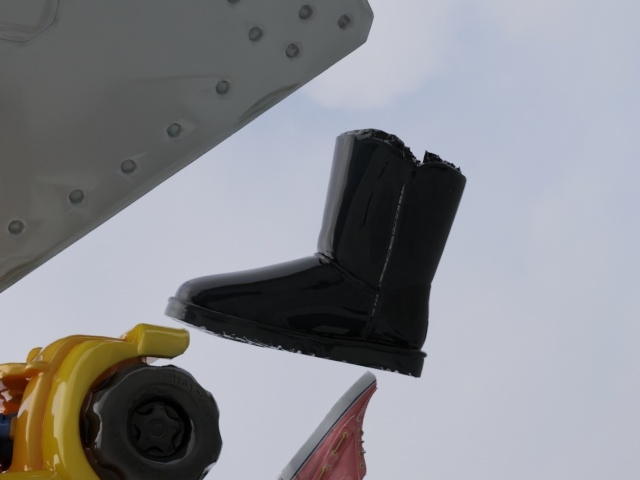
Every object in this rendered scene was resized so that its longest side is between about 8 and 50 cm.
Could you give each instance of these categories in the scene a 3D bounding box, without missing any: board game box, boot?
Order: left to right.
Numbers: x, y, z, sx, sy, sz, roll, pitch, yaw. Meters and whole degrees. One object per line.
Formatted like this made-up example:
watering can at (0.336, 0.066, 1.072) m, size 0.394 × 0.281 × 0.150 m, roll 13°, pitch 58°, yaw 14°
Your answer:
board game box at (-0.203, -0.179, 0.607) m, size 0.390 × 0.050 × 0.390 m, roll -35°, pitch -55°, yaw -8°
boot at (0.000, 0.000, 0.942) m, size 0.247 × 0.094 × 0.207 m, roll 12°, pitch -97°, yaw -14°

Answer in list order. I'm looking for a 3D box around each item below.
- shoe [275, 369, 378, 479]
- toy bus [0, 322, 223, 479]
shoe at (0.031, 0.244, 1.268) m, size 0.178 × 0.081 × 0.063 m, roll -49°, pitch -8°, yaw -23°
toy bus at (-0.167, 0.139, 0.487) m, size 0.212 × 0.149 × 0.220 m, roll 15°, pitch -120°, yaw -23°
